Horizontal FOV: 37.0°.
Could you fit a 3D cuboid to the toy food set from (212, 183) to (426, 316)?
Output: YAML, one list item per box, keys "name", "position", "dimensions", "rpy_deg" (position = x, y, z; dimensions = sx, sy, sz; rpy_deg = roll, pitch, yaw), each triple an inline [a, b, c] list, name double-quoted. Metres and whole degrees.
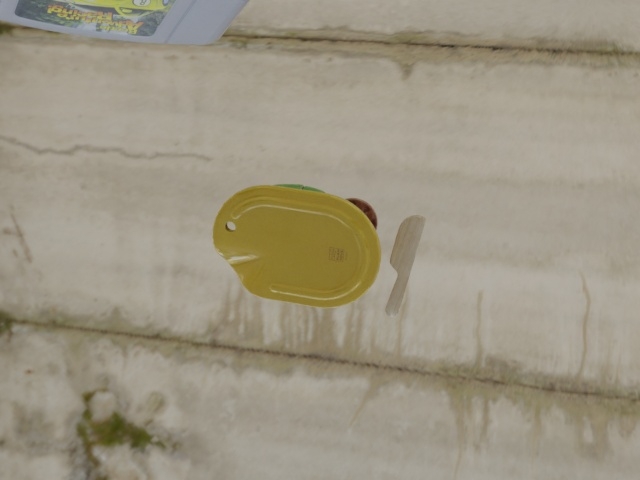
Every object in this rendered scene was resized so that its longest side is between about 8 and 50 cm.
- name: "toy food set"
  position: [0.000, 0.000, 1.003]
  dimensions: [0.218, 0.071, 0.128]
  rpy_deg: [10, -66, 10]

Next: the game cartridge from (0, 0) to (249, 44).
- name: "game cartridge"
  position: [-0.206, -0.254, 0.902]
  dimensions: [0.294, 0.196, 0.060]
  rpy_deg: [4, -101, -24]
